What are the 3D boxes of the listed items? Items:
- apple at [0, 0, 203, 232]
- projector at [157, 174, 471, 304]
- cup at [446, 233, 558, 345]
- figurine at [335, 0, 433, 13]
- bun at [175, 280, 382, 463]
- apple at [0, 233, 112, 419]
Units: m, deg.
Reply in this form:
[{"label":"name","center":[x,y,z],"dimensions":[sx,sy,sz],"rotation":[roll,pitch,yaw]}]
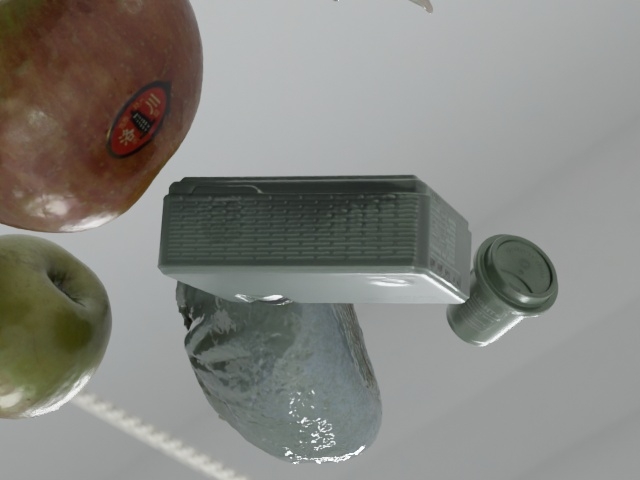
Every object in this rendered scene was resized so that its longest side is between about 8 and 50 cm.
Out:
[{"label":"apple","center":[-0.251,-0.149,1.493],"dimensions":[0.309,0.250,0.277],"rotation":[-34,-160,-2]},{"label":"projector","center":[0.000,0.000,1.400],"dimensions":[0.257,0.192,0.099],"rotation":[-1,-102,19]},{"label":"cup","center":[0.227,0.071,1.909],"dimensions":[0.141,0.120,0.120],"rotation":[124,-21,-44]},{"label":"figurine","center":[0.017,-0.222,1.090],"dimensions":[0.081,0.146,0.098],"rotation":[-56,-147,12]},{"label":"bun","center":[-0.056,0.117,1.849],"dimensions":[0.211,0.362,0.362],"rotation":[-18,-146,1]},{"label":"apple","center":[-0.391,0.107,1.919],"dimensions":[0.194,0.261,0.261],"rotation":[-42,-149,21]}]
